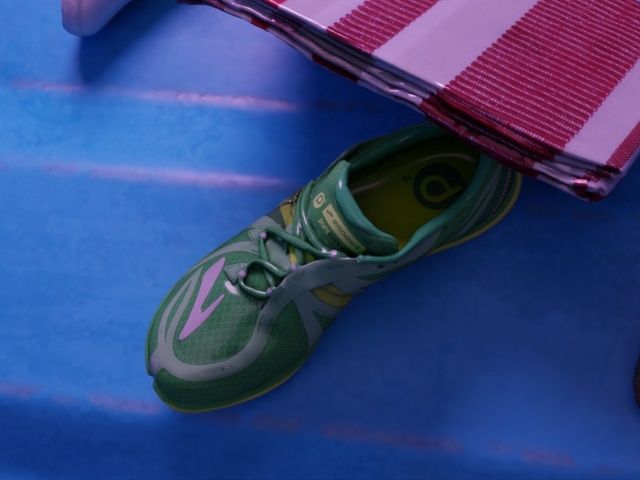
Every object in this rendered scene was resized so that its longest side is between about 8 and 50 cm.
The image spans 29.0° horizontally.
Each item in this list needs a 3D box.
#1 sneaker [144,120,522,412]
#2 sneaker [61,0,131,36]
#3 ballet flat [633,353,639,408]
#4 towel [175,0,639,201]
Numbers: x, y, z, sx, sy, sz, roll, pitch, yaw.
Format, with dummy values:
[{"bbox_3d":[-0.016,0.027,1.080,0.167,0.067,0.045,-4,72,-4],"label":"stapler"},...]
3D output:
[{"bbox_3d":[0.000,0.000,0.822,0.295,0.123,0.109,-36,71,-3],"label":"sneaker"},{"bbox_3d":[-0.115,-0.235,0.944,0.094,0.080,0.212,30,78,4],"label":"sneaker"},{"bbox_3d":[0.263,0.025,0.803,0.073,0.067,0.206,19,76,14],"label":"ballet flat"},{"bbox_3d":[0.087,-0.155,0.843,0.329,0.037,0.237,29,41,16],"label":"towel"}]
